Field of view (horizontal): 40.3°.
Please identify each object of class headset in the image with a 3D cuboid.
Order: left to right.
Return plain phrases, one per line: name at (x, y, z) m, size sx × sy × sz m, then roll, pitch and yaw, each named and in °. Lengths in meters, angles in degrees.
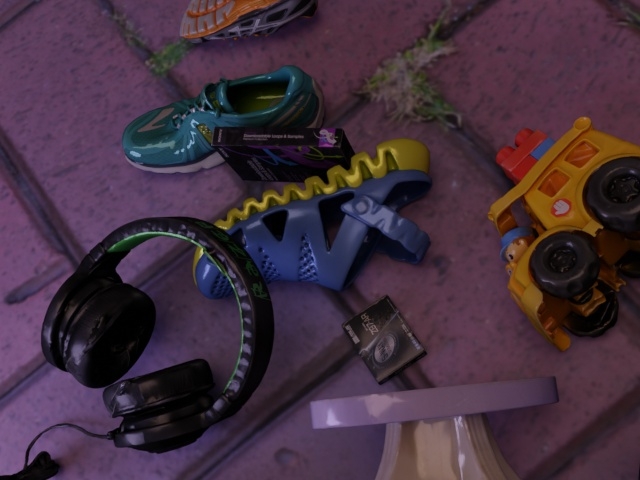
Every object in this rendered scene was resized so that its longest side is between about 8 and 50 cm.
headset at (-0.229, 0.149, 0.976) m, size 0.243 × 0.185 × 0.394 m, roll 47°, pitch 109°, yaw 15°

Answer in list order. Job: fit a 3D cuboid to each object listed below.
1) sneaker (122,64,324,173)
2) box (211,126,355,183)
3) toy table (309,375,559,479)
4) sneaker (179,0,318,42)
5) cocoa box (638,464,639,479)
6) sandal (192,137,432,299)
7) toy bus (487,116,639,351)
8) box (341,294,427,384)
sneaker at (-0.133, -0.166, 1.119) m, size 0.275 × 0.110 × 0.107 m, roll -15°, pitch 68°, yaw 10°
box at (-0.039, -0.103, 1.067) m, size 0.162 × 0.116 × 0.029 m, roll 4°, pitch 73°, yaw 17°
toy table at (0.124, 0.223, 0.851) m, size 0.274 × 0.252 × 0.161 m, roll -1°, pitch 78°, yaw -20°
sneaker at (-0.100, -0.307, 1.181) m, size 0.215 × 0.083 × 0.084 m, roll -10°, pitch 62°, yaw 31°
cocoa box at (0.449, 0.297, 0.726) m, size 0.347 × 0.231 × 0.228 m, roll 5°, pitch 71°, yaw 16°
sandal at (0.000, 0.000, 1.020) m, size 0.317 × 0.126 × 0.138 m, roll -25°, pitch 70°, yaw 7°
toy bus at (0.261, -0.024, 0.952) m, size 0.220 × 0.149 × 0.211 m, roll -47°, pitch 53°, yaw -2°
box at (0.073, 0.115, 1.010) m, size 0.067 × 0.018 × 0.083 m, roll -33°, pitch 66°, yaw 1°
